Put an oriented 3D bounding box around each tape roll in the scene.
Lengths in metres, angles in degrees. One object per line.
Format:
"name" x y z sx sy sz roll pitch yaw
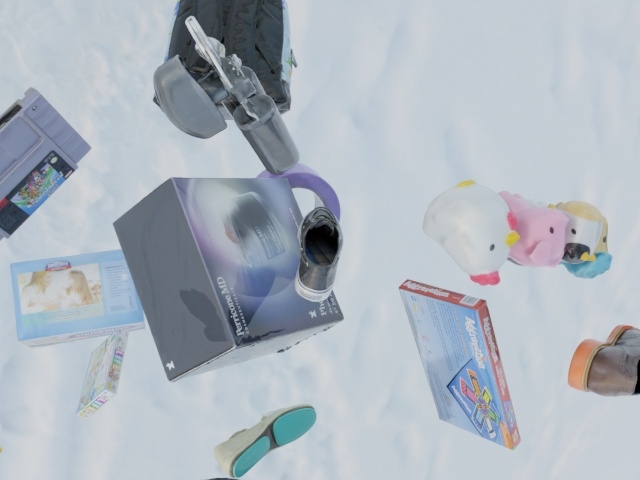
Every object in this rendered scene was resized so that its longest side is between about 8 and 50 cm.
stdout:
"tape roll" -0.060 -0.061 1.489 0.189 0.080 0.188 -6 114 -15

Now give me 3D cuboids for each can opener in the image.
"can opener" -0.097 -0.131 0.762 0.095 0.076 0.283 -32 163 0

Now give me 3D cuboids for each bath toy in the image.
"bath toy" 0.278 -0.003 0.973 0.151 0.128 0.348 -33 157 35

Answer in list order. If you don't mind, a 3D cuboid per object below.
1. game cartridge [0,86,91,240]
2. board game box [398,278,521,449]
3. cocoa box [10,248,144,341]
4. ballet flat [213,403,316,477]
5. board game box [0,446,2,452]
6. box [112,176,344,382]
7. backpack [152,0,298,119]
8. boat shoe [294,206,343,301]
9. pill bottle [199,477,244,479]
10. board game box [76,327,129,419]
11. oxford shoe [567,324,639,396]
"game cartridge" -0.709 -0.151 1.655 0.355 0.068 0.230 -49 147 -11
"board game box" 0.214 0.191 1.105 0.027 0.145 0.281 -38 124 -30
"cocoa box" -0.702 0.170 2.127 0.348 0.231 0.228 -8 169 -14
"ballet flat" -0.118 0.401 1.511 0.249 0.086 0.086 -23 137 -41
"board game box" -0.805 0.420 1.547 0.124 0.260 0.039 63 31 -26
"box" -0.152 0.056 1.257 0.183 0.296 0.294 -31 166 35
"backpack" -0.193 -0.437 1.563 0.273 0.291 0.355 59 31 -85
"boat shoe" 0.000 0.000 1.157 0.080 0.228 0.076 16 124 -1
"pill bottle" -0.076 0.304 0.559 0.123 0.219 0.122 -4 119 -8
"board game box" -0.426 0.260 1.419 0.026 0.154 0.103 34 122 -28
"oxford shoe" 0.465 0.190 1.080 0.271 0.098 0.096 -5 107 -49
